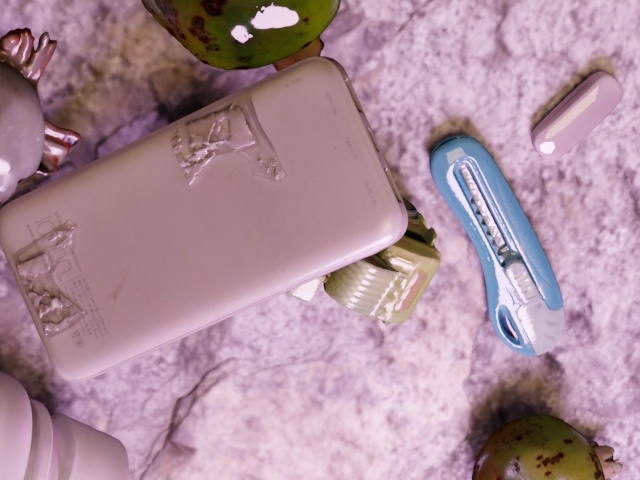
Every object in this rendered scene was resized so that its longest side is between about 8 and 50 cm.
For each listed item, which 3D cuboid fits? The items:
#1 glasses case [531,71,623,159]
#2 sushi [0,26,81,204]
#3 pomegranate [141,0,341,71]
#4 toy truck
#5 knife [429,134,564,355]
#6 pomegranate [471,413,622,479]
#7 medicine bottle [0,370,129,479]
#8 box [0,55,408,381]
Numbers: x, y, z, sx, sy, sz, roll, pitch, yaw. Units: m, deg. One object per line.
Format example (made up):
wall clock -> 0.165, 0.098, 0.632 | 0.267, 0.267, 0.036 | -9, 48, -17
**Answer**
glasses case -> 0.201, -0.097, 1.435 | 0.083, 0.021, 0.032 | -44, 119, 7
sushi -> -0.312, -0.051, 1.189 | 0.332, 0.130, 0.124 | -30, 129, -37
pomegranate -> -0.038, -0.177, 1.254 | 0.143, 0.122, 0.169 | -52, 121, -21
toy truck -> 0.000, 0.000, 1.363 | 0.191, 0.116, 0.085 | 22, 109, -26
knife -> 0.143, 0.007, 1.464 | 0.064, 0.031, 0.222 | -28, 121, 1
pomegranate -> 0.195, 0.198, 1.546 | 0.142, 0.114, 0.114 | -10, 123, -45
medicine bottle -> -0.295, 0.158, 1.313 | 0.293, 0.170, 0.170 | 26, 106, -27
box -> -0.088, -0.013, 1.292 | 0.285, 0.044, 0.142 | -24, 86, 16
